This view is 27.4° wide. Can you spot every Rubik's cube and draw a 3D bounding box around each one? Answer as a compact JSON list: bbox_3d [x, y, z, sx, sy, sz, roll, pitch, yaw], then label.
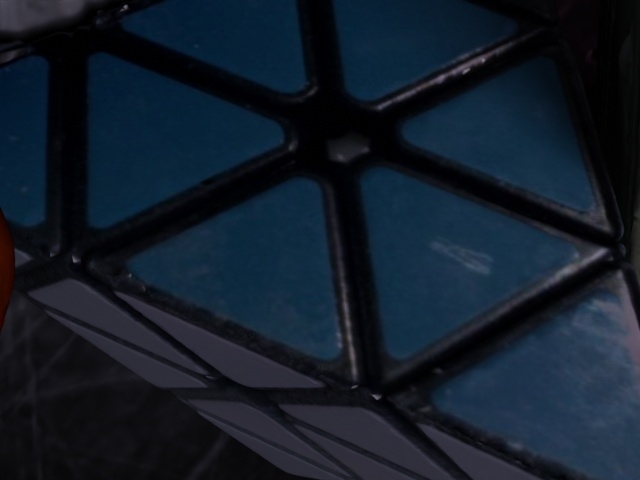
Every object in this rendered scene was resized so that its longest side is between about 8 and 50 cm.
[{"bbox_3d":[0.000,-0.002,0.515,0.233,0.229,0.228,65,22,-5],"label":"Rubik's cube"}]

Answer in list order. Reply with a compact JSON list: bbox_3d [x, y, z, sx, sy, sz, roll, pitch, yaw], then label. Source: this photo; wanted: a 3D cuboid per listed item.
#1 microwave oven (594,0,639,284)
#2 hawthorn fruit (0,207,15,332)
[{"bbox_3d":[0.310,-0.045,0.510,0.394,0.247,0.333,1,129,9],"label":"microwave oven"},{"bbox_3d":[-0.177,0.007,0.351,0.189,0.189,0.189,-20,128,-29],"label":"hawthorn fruit"}]
